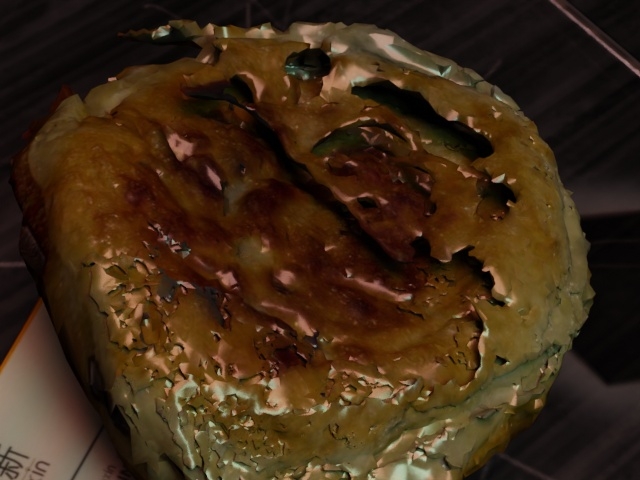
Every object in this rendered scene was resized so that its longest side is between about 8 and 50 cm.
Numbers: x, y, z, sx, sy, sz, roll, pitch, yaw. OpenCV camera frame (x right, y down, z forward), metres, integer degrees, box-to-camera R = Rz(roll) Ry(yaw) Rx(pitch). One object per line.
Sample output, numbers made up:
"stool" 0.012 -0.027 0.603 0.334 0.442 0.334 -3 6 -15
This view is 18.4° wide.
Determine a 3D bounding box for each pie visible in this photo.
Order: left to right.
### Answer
"pie" 0.000 0.001 0.917 0.308 0.085 0.308 8 49 -9

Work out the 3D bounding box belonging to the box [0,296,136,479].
"box" -0.057 0.113 0.929 0.220 0.091 0.274 24 52 6
